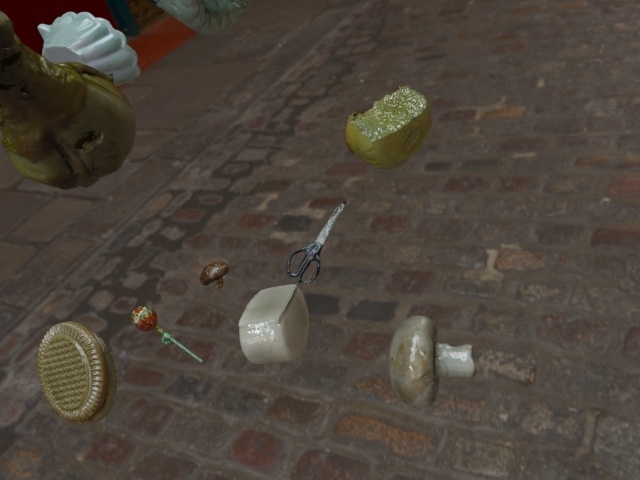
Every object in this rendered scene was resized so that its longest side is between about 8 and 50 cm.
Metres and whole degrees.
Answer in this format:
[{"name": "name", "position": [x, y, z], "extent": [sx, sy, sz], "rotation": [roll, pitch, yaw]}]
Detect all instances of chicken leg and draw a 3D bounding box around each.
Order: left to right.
[{"name": "chicken leg", "position": [-0.351, -0.186, 0.730], "extent": [0.153, 0.429, 0.201], "rotation": [30, 82, 6]}]

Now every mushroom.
[{"name": "mushroom", "position": [-0.393, 0.124, 2.144], "extent": [0.126, 0.085, 0.109], "rotation": [-29, 35, 27]}, {"name": "mushroom", "position": [0.295, 0.320, 1.525], "extent": [0.244, 0.243, 0.243], "rotation": [-14, 36, 10]}]

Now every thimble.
[{"name": "thimble", "position": [-0.195, -0.476, 1.002], "extent": [0.150, 0.237, 0.237], "rotation": [40, 60, 8]}]

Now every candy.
[{"name": "candy", "position": [-0.512, 0.321, 1.947], "extent": [0.078, 0.288, 0.084], "rotation": [-53, 2, 2]}]

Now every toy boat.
[{"name": "toy boat", "position": [-0.586, -0.457, 1.431], "extent": [0.290, 0.199, 0.100], "rotation": [17, 54, 25]}]

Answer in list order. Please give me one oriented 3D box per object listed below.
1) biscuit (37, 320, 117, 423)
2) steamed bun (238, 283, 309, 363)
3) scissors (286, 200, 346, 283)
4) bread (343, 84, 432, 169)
[{"name": "biscuit", "position": [-0.590, 0.321, 1.404], "extent": [0.259, 0.259, 0.079], "rotation": [3, 4, 30]}, {"name": "steamed bun", "position": [-0.120, 0.239, 1.569], "extent": [0.147, 0.164, 0.241], "rotation": [-8, 21, 15]}, {"name": "scissors", "position": [0.000, 0.000, 1.844], "extent": [0.109, 0.022, 0.300], "rotation": [33, 93, 8]}, {"name": "bread", "position": [0.118, -0.184, 1.001], "extent": [0.156, 0.125, 0.086], "rotation": [-34, 52, -19]}]
